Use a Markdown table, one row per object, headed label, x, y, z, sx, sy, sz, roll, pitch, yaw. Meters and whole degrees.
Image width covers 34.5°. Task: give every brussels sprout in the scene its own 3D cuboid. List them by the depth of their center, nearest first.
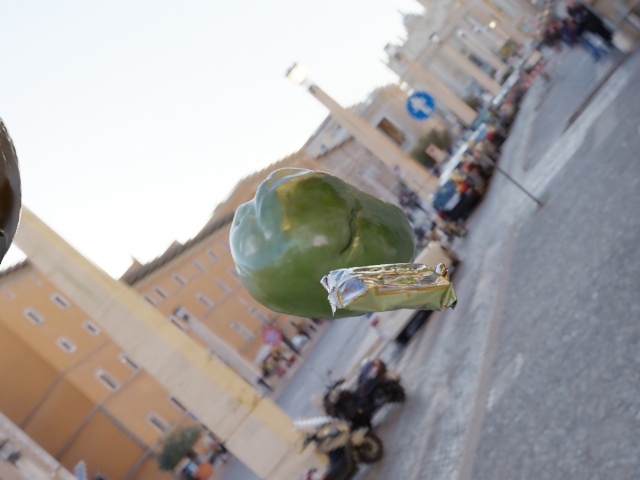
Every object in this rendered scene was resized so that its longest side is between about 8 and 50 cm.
| label | x | y | z | sx | sy | sz | roll | pitch | yaw |
| --- | --- | --- | --- | --- | --- | --- | --- | --- | --- |
| brussels sprout | -0.007 | 0.002 | 1.660 | 0.274 | 0.316 | 0.242 | -6 | -74 | -36 |

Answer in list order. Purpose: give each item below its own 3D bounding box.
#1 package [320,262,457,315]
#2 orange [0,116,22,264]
| label | x | y | z | sx | sy | sz | roll | pitch | yaw |
| --- | --- | --- | --- | --- | --- | --- | --- | --- | --- |
| package | 0.064 | 0.044 | 0.943 | 0.108 | 0.121 | 0.031 | -110 | 18 | -76 |
| orange | -0.424 | -0.030 | 1.040 | 0.334 | 0.196 | 0.262 | -19 | -51 | -67 |
